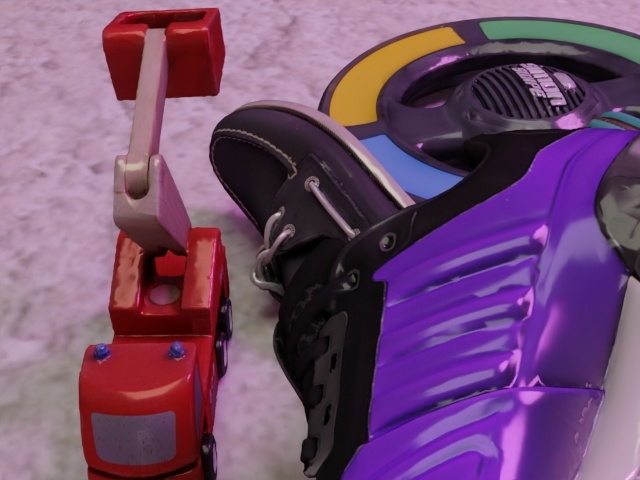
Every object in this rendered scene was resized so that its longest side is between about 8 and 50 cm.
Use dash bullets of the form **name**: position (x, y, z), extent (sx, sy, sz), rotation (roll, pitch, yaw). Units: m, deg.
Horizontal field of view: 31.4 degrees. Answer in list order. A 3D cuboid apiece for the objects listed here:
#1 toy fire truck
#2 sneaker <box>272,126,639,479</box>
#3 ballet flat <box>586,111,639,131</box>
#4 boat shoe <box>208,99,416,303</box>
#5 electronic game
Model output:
- **toy fire truck**: position (-0.066, -0.001, 0.467), extent (0.047, 0.135, 0.192), rotation (-2, 36, 2)
- **sneaker**: position (0.037, 0.068, 0.373), extent (0.146, 0.102, 0.293), rotation (16, 52, 29)
- **ballet flat**: position (0.186, 0.030, 0.449), extent (0.247, 0.083, 0.087), rotation (32, 87, 34)
- **boat shoe**: position (0.000, 0.000, 0.515), extent (0.065, 0.075, 0.206), rotation (-26, 47, -28)
- **electronic game**: position (0.112, -0.067, 0.621), extent (0.229, 0.048, 0.229), rotation (-2, 35, 1)
